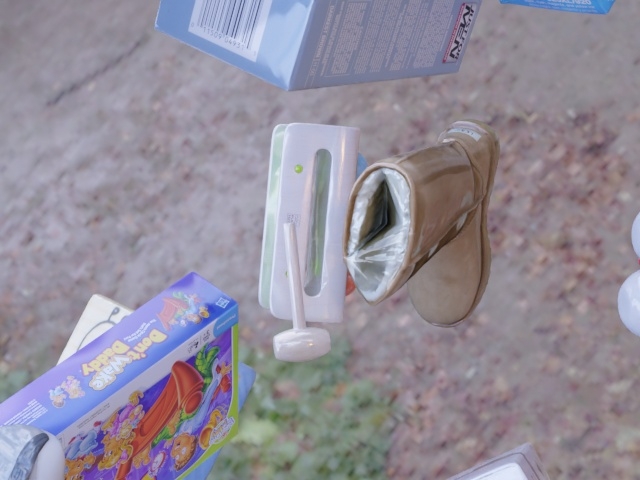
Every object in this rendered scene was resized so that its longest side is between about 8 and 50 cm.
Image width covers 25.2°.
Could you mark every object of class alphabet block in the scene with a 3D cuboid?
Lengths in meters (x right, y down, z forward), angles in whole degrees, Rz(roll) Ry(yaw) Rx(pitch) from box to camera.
[{"bbox_3d":[-0.246,0.211,2.034,0.197,0.193,0.192,16,76,50],"label":"alphabet block"}]

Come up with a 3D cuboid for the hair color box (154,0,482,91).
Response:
[{"bbox_3d":[0.010,-0.259,1.602,0.185,0.374,0.113,28,112,26],"label":"hair color box"}]

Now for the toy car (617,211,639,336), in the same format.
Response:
[{"bbox_3d":[0.388,0.015,1.489,0.136,0.159,0.182,-105,17,-60],"label":"toy car"}]

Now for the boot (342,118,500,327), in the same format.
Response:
[{"bbox_3d":[0.090,0.009,1.372,0.089,0.236,0.269,10,19,20],"label":"boot"}]

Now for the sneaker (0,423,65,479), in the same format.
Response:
[{"bbox_3d":[-0.227,0.264,1.006,0.111,0.129,0.297,32,110,45],"label":"sneaker"}]

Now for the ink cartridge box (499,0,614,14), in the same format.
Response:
[{"bbox_3d":[0.263,-0.409,1.678,0.168,0.232,0.171,18,70,45],"label":"ink cartridge box"}]

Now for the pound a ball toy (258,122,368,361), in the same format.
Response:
[{"bbox_3d":[0.000,0.000,1.980,0.208,0.136,0.319,-162,76,-79],"label":"pound a ball toy"}]

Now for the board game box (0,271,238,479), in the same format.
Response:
[{"bbox_3d":[-0.239,0.220,1.605,0.078,0.233,0.347,33,51,28],"label":"board game box"}]

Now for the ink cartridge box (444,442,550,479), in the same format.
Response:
[{"bbox_3d":[0.225,0.399,1.639,0.166,0.285,0.395,-27,-9,8],"label":"ink cartridge box"}]
